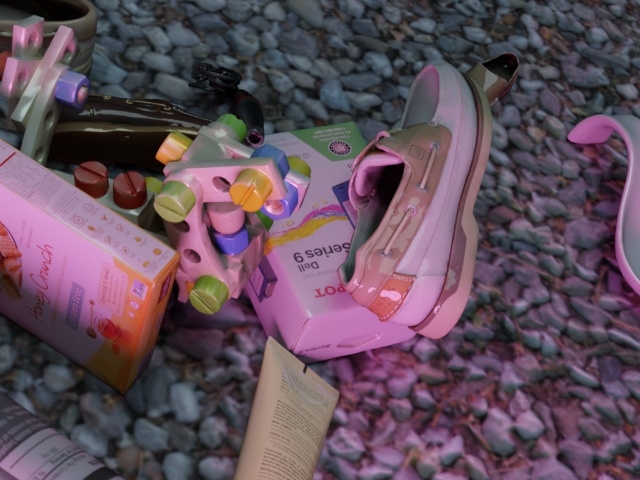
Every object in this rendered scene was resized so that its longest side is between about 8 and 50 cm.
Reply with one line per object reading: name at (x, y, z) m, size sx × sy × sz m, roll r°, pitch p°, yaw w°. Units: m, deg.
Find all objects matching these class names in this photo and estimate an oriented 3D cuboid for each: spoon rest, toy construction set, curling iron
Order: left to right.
toy construction set at (-0.168, -0.052, 1.086) m, size 0.327 × 0.215 × 0.151 m, roll 30°, pitch 51°, yaw 22°
curling iron at (-0.084, -0.128, 1.225) m, size 0.068 × 0.035 × 0.274 m, roll 16°, pitch 16°, yaw -17°
spoon rest at (0.356, -0.037, 1.361) m, size 0.137 × 0.084 × 0.276 m, roll -5°, pitch 54°, yaw -22°

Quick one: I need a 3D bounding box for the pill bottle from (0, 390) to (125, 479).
pill bottle at (-0.234, 0.207, 0.905) m, size 0.283 × 0.161 × 0.161 m, roll 34°, pitch 50°, yaw 9°

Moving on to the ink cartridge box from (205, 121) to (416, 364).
ink cartridge box at (0.000, 0.000, 1.200) m, size 0.154 × 0.093 × 0.212 m, roll -11°, pitch 59°, yaw -27°

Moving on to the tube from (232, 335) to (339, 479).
tube at (-0.039, 0.198, 1.053) m, size 0.062 × 0.070 × 0.240 m, roll 6°, pitch 48°, yaw 11°

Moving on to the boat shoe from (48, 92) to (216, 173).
boat shoe at (-0.171, -0.112, 1.241) m, size 0.207 × 0.073 × 0.073 m, roll 9°, pitch 52°, yaw -13°

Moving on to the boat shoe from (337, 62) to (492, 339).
boat shoe at (0.084, -0.058, 1.143) m, size 0.103 × 0.113 × 0.302 m, roll 21°, pitch 48°, yaw -15°

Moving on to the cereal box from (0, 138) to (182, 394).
cereal box at (-0.240, 0.011, 1.054) m, size 0.240 × 0.173 × 0.047 m, roll 31°, pitch 50°, yaw 8°

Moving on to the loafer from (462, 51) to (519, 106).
loafer at (0.179, -0.174, 1.429) m, size 0.056 × 0.050 × 0.148 m, roll 36°, pitch 50°, yaw 10°

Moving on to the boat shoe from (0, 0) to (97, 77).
boat shoe at (-0.373, -0.241, 1.257) m, size 0.302 × 0.098 × 0.109 m, roll 16°, pitch 49°, yaw -7°
